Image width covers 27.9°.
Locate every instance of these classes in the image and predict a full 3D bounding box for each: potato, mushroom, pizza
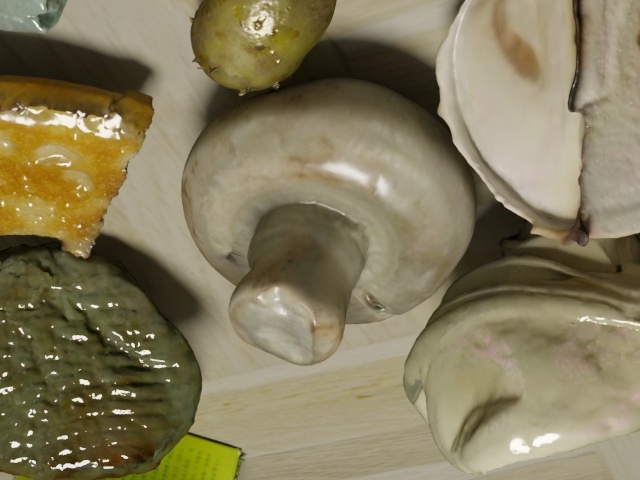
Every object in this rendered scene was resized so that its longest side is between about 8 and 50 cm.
[{"bbox_3d":[-0.045,-0.166,0.967,0.091,0.070,0.138,26,136,-18],"label":"potato"},{"bbox_3d":[0.196,-0.133,0.929,0.162,0.173,0.236,16,111,54],"label":"mushroom"},{"bbox_3d":[0.000,0.000,1.025,0.243,0.243,0.243,6,138,5],"label":"mushroom"},{"bbox_3d":[-0.289,-0.071,1.108,0.323,0.089,0.223,-1,146,5],"label":"pizza"}]

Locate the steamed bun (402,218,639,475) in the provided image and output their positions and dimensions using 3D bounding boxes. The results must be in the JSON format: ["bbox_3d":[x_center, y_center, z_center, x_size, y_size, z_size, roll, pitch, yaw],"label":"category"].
[{"bbox_3d":[0.202,0.070,1.069,0.280,0.207,0.268,-16,169,-4],"label":"steamed bun"}]

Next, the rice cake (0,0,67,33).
[{"bbox_3d":[-0.286,-0.201,0.986,0.206,0.069,0.063,3,136,5],"label":"rice cake"}]

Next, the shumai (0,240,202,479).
[{"bbox_3d":[-0.250,0.128,1.266,0.272,0.222,0.203,42,170,-6],"label":"shumai"}]

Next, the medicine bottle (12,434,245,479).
[{"bbox_3d":[-0.229,0.292,1.459,0.250,0.141,0.137,18,141,-8],"label":"medicine bottle"}]
